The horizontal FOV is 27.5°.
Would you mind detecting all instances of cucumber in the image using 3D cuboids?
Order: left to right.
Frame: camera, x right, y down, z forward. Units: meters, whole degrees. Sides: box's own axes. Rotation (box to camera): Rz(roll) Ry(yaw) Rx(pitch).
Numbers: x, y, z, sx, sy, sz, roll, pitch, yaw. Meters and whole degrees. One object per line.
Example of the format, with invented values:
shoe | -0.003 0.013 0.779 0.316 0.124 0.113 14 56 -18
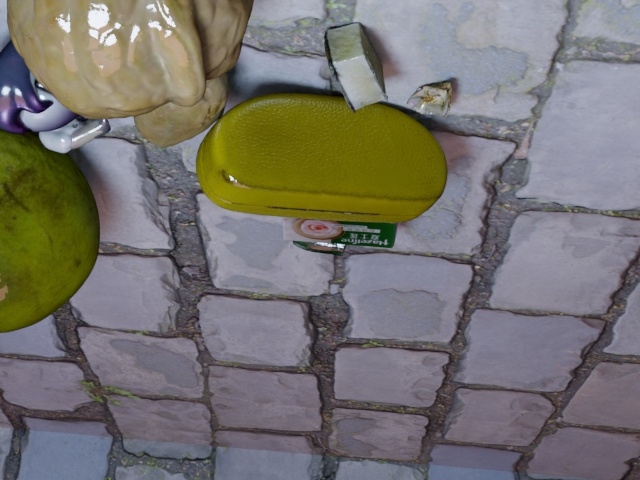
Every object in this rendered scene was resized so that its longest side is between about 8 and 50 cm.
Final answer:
cucumber | 0.000 0.000 2.363 0.105 0.048 0.048 7 155 3

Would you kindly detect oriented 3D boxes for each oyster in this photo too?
oyster | 0.170 -0.209 1.914 0.093 0.034 0.051 -6 138 46

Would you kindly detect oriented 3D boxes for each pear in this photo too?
pear | -0.537 -0.016 2.125 0.352 0.352 0.413 2 147 6

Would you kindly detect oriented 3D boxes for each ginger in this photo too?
ginger | -0.205 -0.219 1.849 0.152 0.138 0.267 42 161 26

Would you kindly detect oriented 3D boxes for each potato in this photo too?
potato | 0.048 -0.241 1.816 0.061 0.086 0.122 -16 148 12

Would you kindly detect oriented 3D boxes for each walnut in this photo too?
walnut | -0.226 -0.283 1.574 0.296 0.285 0.285 -29 157 -13

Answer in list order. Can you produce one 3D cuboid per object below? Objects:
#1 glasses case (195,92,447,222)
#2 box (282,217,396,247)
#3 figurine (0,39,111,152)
glasses case | -0.002 -0.120 1.951 0.371 0.173 0.141 4 160 -21
box | 0.034 -0.054 2.209 0.199 0.081 0.135 6 155 3
figurine | -0.415 -0.209 1.910 0.145 0.145 0.222 -3 155 16
